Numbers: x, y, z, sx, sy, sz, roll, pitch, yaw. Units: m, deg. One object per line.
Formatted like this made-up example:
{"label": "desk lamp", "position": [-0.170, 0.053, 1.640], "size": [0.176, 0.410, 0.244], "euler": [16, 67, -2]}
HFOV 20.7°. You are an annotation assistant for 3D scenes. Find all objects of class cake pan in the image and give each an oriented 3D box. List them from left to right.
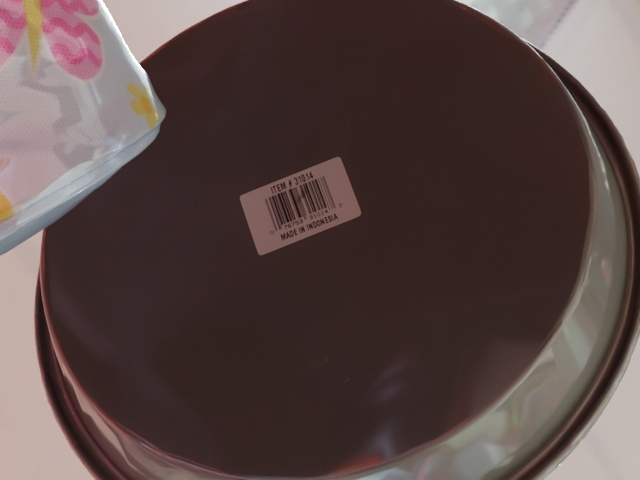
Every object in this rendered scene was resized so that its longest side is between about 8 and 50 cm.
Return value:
{"label": "cake pan", "position": [0.000, 0.000, 0.791], "size": [0.054, 0.293, 0.293], "euler": [64, -144, -58]}

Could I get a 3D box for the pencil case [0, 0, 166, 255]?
{"label": "pencil case", "position": [-0.161, -0.115, 0.552], "size": [0.124, 0.113, 0.273], "euler": [-40, -77, -40]}
